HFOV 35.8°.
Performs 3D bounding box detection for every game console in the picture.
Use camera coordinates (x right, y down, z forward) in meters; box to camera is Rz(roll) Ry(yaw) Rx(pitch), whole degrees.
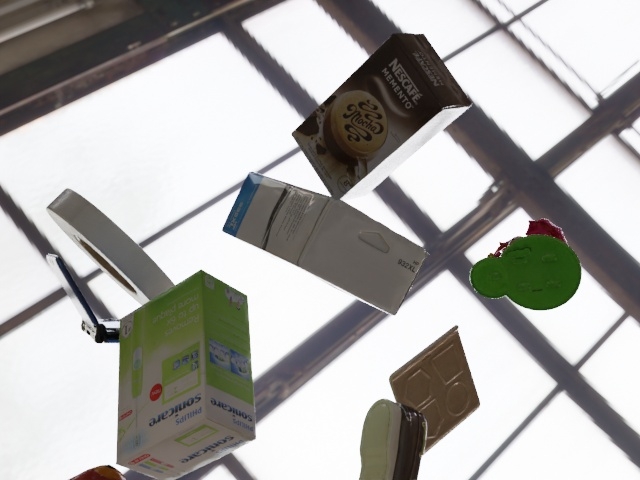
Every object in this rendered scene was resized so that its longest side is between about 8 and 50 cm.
[{"bbox_3d":[-0.434,0.117,2.060,0.293,0.250,0.173,-177,-92,-71],"label":"game console"}]

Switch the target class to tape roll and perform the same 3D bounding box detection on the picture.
[{"bbox_3d":[-0.479,0.036,2.318,0.392,0.072,0.392,40,-13,12],"label":"tape roll"}]

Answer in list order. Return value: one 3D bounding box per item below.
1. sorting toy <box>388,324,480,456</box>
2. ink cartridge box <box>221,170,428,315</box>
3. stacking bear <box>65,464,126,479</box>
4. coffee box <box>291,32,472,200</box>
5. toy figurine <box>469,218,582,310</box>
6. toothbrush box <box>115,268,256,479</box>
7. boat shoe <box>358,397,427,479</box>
[{"bbox_3d":[0.217,0.289,1.893,0.038,0.193,0.208,13,-53,49],"label":"sorting toy"},{"bbox_3d":[0.000,0.000,1.710,0.223,0.129,0.307,28,-3,-30],"label":"ink cartridge box"},{"bbox_3d":[-0.202,0.350,1.144,0.289,0.175,0.164,14,-95,33],"label":"stacking bear"},{"bbox_3d":[0.108,-0.225,1.826,0.297,0.119,0.168,-41,-104,35],"label":"coffee box"},{"bbox_3d":[0.337,0.025,1.611,0.173,0.159,0.130,-8,-70,18],"label":"toy figurine"},{"bbox_3d":[-0.225,0.224,1.639,0.206,0.283,0.122,-30,-42,28],"label":"toothbrush box"},{"bbox_3d":[0.112,0.438,1.684,0.097,0.324,0.117,22,-21,-29],"label":"boat shoe"}]
